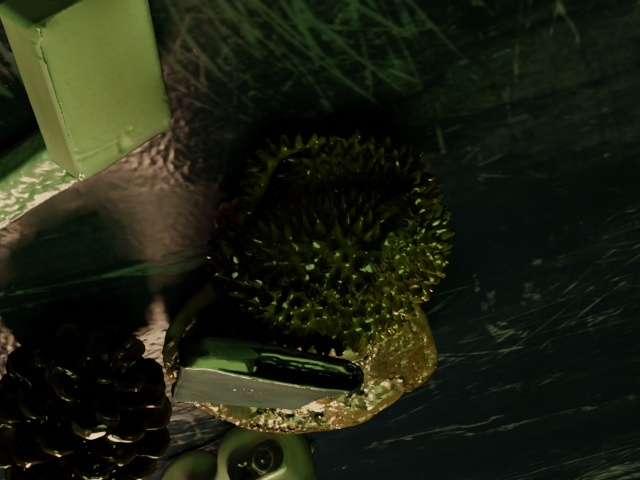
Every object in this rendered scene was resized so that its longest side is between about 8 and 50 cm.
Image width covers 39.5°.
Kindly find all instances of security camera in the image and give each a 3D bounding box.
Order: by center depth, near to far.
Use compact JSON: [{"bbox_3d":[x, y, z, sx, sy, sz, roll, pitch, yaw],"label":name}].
[{"bbox_3d":[-0.150,0.386,1.426,0.301,0.157,0.080,-30,159,16],"label":"security camera"}]

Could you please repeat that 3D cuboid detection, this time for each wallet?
[{"bbox_3d":[-0.077,0.163,1.043,0.191,0.046,0.379,7,165,-9],"label":"wallet"}]

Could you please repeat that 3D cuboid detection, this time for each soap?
[{"bbox_3d":[-0.210,-0.158,0.830,0.121,0.064,0.183,-38,147,-28],"label":"soap"}]

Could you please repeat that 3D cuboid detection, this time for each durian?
[{"bbox_3d":[0.003,0.010,0.983,0.293,0.258,0.258,-15,139,11],"label":"durian"}]

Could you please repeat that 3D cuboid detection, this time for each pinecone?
[{"bbox_3d":[-0.313,0.215,1.156,0.243,0.243,0.257,-3,124,-10],"label":"pinecone"}]

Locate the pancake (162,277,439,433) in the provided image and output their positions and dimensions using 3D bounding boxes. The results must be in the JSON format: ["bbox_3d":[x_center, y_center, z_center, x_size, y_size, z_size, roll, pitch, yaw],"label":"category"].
[{"bbox_3d":[-0.027,0.152,1.247,0.387,0.082,0.387,-3,135,-3],"label":"pancake"}]

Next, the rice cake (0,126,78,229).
[{"bbox_3d":[-0.335,-0.060,0.953,0.206,0.069,0.063,-30,134,16],"label":"rice cake"}]

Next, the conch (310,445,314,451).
[{"bbox_3d":[-0.093,0.399,1.505,0.176,0.094,0.104,-29,101,14],"label":"conch"}]
